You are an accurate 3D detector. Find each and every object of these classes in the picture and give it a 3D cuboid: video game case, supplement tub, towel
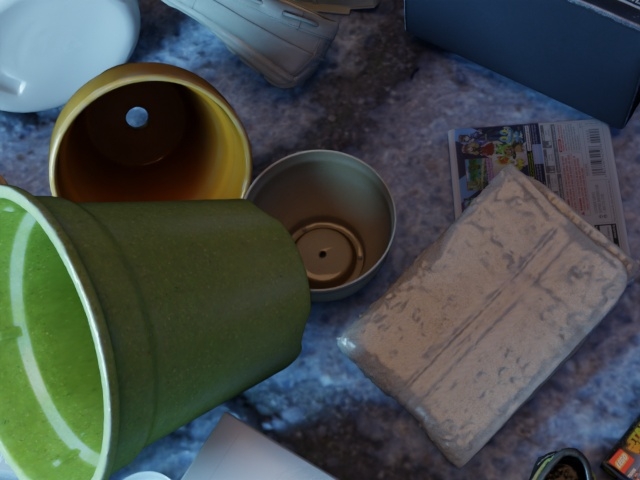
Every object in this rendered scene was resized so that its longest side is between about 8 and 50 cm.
[{"bbox_3d":[0.240,-0.040,1.066,0.183,0.023,0.201,-3,66,5],"label":"video game case"},{"bbox_3d":[-0.380,-0.344,1.164,0.235,0.235,0.325,-27,65,-6],"label":"supplement tub"},{"bbox_3d":[0.174,0.071,0.992,0.282,0.049,0.187,-44,74,-7],"label":"towel"}]

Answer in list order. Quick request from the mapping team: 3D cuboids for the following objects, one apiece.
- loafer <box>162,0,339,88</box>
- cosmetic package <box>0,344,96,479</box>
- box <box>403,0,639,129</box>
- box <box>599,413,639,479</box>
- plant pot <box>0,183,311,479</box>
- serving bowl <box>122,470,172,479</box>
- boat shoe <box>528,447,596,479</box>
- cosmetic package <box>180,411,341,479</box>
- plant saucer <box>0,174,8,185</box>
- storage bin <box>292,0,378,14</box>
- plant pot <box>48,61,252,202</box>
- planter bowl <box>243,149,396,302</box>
[{"bbox_3d":[-0.123,-0.308,1.118,0.319,0.112,0.111,35,106,-15],"label":"loafer"},{"bbox_3d":[-0.285,0.138,1.006,0.127,0.107,0.238,5,64,6],"label":"cosmetic package"},{"bbox_3d":[0.291,-0.334,1.100,0.296,0.183,0.294,30,68,20],"label":"box"},{"bbox_3d":[0.353,0.198,0.940,0.094,0.027,0.137,39,75,20],"label":"box"},{"bbox_3d":[-0.157,0.067,0.880,0.253,0.276,0.276,-14,58,-40],"label":"plant pot"},{"bbox_3d":[-0.175,0.277,0.968,0.083,0.027,0.083,-3,65,6],"label":"serving bowl"},{"bbox_3d":[0.201,0.302,0.888,0.081,0.069,0.228,15,68,13],"label":"boat shoe"},{"bbox_3d":[-0.047,0.318,0.875,0.224,0.138,0.224,26,71,19],"label":"cosmetic package"},{"bbox_3d":[-0.417,-0.051,1.156,0.083,0.013,0.084,-3,65,6],"label":"plant saucer"},{"bbox_3d":[-0.035,-0.438,1.227,0.260,0.123,0.262,8,66,11],"label":"storage bin"},{"bbox_3d":[-0.194,-0.108,1.047,0.205,0.205,0.188,-25,31,-5],"label":"plant pot"},{"bbox_3d":[0.000,0.000,1.028,0.162,0.109,0.162,-1,64,3],"label":"planter bowl"}]
